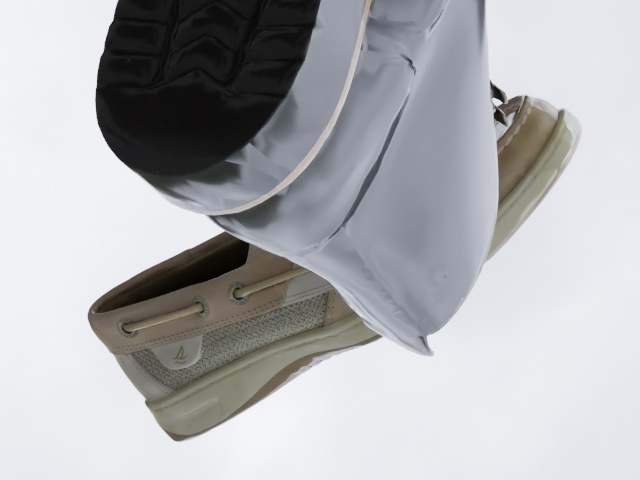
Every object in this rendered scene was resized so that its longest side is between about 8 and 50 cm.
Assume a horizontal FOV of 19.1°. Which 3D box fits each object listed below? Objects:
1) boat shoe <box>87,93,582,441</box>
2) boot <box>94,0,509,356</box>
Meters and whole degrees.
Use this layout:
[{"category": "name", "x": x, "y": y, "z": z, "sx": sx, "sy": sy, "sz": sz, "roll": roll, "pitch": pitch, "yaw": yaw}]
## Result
[{"category": "boat shoe", "x": 0.000, "y": 0.000, "z": 1.011, "sx": 0.302, "sy": 0.098, "sz": 0.109, "roll": -33, "pitch": -167, "yaw": 29}, {"category": "boot", "x": 0.024, "y": -0.078, "z": 0.493, "sx": 0.077, "sy": 0.137, "sz": 0.198, "roll": 19, "pitch": -103, "yaw": 34}]
